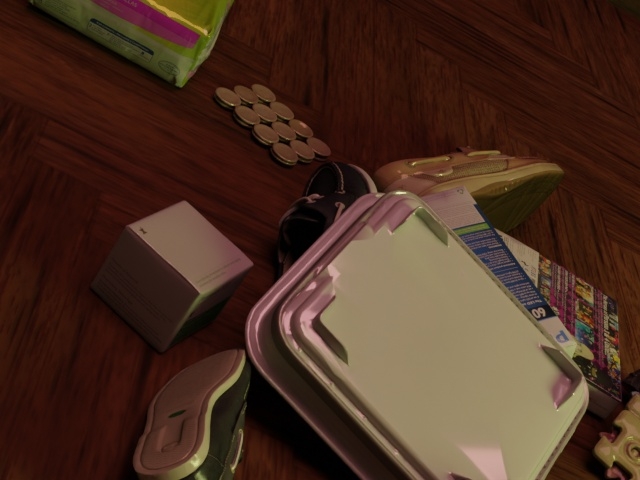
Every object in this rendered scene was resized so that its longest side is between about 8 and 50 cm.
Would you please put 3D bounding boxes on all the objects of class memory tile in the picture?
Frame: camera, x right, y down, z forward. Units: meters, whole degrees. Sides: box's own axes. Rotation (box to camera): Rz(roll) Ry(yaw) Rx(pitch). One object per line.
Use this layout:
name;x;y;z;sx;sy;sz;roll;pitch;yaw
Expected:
memory tile;-0.062;-0.150;1.649;0.148;0.012;0.113;45;31;19

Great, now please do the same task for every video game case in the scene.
video game case;0.279;0.096;1.604;0.210;0.042;0.232;30;30;-6

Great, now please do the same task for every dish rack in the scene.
dish rack;0.115;0.118;1.239;0.333;0.072;0.285;46;51;-3

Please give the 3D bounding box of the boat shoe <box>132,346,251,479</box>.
boat shoe;-0.103;0.167;1.110;0.233;0.084;0.079;-74;142;-66

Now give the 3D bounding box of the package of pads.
package of pads;-0.224;-0.339;1.669;0.229;0.101;0.297;28;31;-11

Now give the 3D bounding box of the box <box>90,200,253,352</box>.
box;-0.142;0.033;1.229;0.102;0.087;0.101;41;30;12

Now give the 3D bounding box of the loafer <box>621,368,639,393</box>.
loafer;0.427;0.230;1.560;0.061;0.062;0.170;-18;56;-7

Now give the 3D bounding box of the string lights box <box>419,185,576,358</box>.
string lights box;0.163;0.062;1.454;0.133;0.077;0.260;-15;51;-19

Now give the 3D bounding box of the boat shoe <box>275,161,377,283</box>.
boat shoe;0.000;0.000;1.393;0.091;0.114;0.303;29;29;-22

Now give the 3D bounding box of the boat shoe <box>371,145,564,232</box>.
boat shoe;0.204;-0.079;1.703;0.341;0.122;0.110;-9;52;-49

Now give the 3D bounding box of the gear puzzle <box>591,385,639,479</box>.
gear puzzle;0.468;0.308;1.461;0.339;0.044;0.175;42;54;8
